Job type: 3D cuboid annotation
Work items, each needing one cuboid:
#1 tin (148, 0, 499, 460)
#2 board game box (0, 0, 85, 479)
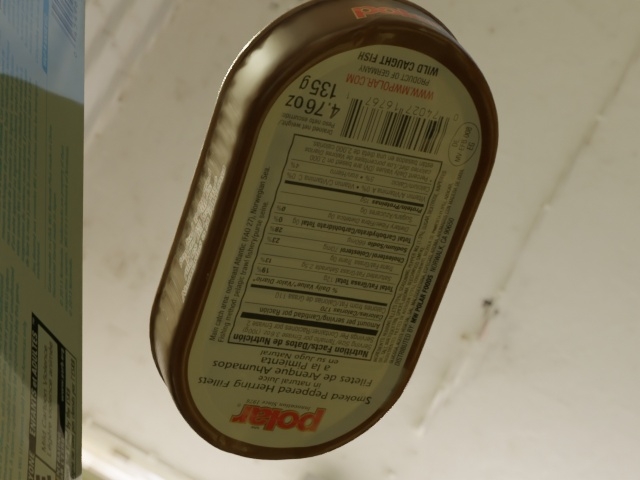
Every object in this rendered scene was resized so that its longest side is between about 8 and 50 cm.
[{"bbox_3d":[0.000,0.000,0.577,0.040,0.106,0.190,-117,42,-60],"label":"tin"},{"bbox_3d":[-0.149,-0.062,0.336,0.303,0.097,0.224,65,-163,-59],"label":"board game box"}]
